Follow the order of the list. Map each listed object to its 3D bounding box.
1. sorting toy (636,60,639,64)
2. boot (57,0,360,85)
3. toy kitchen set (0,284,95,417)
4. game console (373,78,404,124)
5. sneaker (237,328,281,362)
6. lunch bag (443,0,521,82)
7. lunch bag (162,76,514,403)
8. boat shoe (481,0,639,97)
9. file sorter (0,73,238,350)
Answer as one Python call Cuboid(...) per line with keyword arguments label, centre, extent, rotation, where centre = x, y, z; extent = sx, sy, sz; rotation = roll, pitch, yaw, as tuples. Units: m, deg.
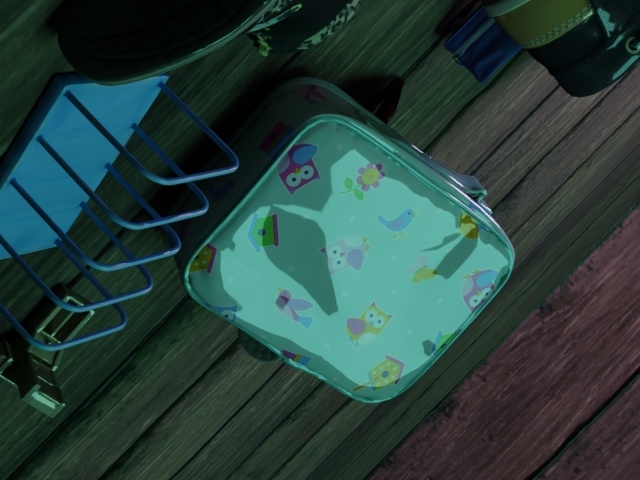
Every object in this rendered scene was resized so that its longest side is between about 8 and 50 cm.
Cuboid(label="sorting toy", centre=(0.421, -0.285, 1.688), extent=(0.255, 0.089, 0.257), rotation=(-8, -160, 48))
Cuboid(label="boot", centre=(-0.056, -0.155, 1.006), extent=(0.236, 0.085, 0.178), rotation=(-35, 170, -9))
Cuboid(label="toy kitchen set", centre=(-0.225, 0.081, 1.212), extent=(0.068, 0.083, 0.075), rotation=(37, 100, -32))
Cuboid(label="game console", centre=(0.063, -0.070, 1.441), extent=(0.085, 0.124, 0.144), rotation=(-23, -167, 14))
Cuboid(label="sneaker", centre=(-0.002, 0.000, 1.543), extent=(0.163, 0.086, 0.226), rotation=(-40, 158, -51))
Cuboid(label="lunch bag", centre=(0.165, -0.204, 1.461), extent=(0.098, 0.065, 0.067), rotation=(-42, -177, 29))
Cuboid(label="lunch bag", centre=(0.023, 0.001, 1.313), extent=(0.279, 0.108, 0.224), rotation=(34, 100, -33))
Cuboid(label="boat shoe", centre=(0.353, -0.294, 1.449), extent=(0.500, 0.156, 0.186), rotation=(-37, -171, -32))
Cuboid(label="file sorter", centre=(-0.156, -0.021, 1.052), extent=(0.170, 0.104, 0.118), rotation=(-52, 162, 26))
